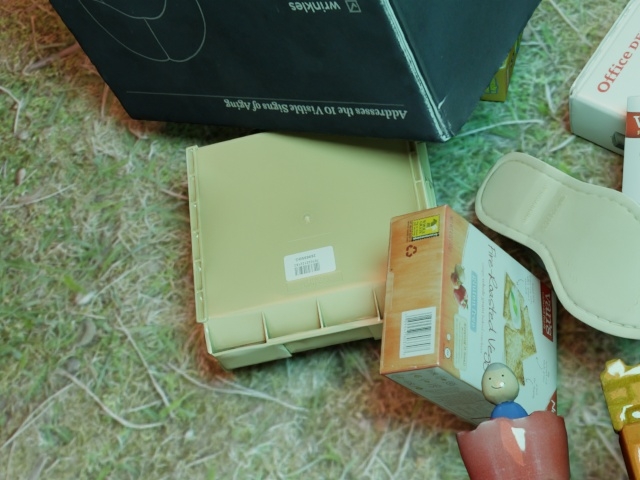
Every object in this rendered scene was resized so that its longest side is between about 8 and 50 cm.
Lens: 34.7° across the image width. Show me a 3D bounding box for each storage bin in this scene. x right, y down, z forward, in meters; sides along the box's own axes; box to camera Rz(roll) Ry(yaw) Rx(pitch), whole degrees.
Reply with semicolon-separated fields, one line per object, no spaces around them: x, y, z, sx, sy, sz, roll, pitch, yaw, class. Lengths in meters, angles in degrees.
0.000;0.000;1.131;0.262;0.123;0.260;-12;62;9;storage bin

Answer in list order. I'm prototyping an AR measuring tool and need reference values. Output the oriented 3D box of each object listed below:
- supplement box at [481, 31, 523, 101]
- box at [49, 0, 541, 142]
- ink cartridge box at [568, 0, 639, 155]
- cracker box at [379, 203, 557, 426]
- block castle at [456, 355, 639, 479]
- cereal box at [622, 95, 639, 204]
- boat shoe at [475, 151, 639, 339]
0.213;-0.285;1.241;0.080;0.078;0.233;13;69;17;supplement box
-0.080;-0.373;1.047;0.480;0.471;0.297;9;52;38;box
0.403;-0.154;1.115;0.218;0.092;0.158;31;76;24;ink cartridge box
0.150;0.086;0.982;0.067;0.232;0.155;-13;60;34;cracker box
0.351;0.180;0.846;0.454;0.303;0.212;-13;68;9;block castle
0.387;-0.025;1.012;0.173;0.047;0.240;2;91;28;cereal box
0.266;0.009;0.992;0.116;0.097;0.324;-59;29;9;boat shoe
